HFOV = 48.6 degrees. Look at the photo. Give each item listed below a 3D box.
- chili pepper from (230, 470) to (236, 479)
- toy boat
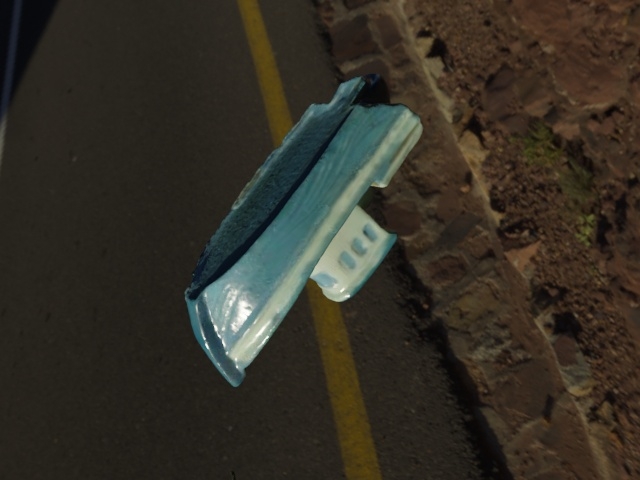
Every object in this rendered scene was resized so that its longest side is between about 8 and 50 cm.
[{"bbox_3d":[-0.153,0.529,1.293,0.073,0.072,0.204,-31,68,49],"label":"chili pepper"},{"bbox_3d":[0.000,0.000,0.462,0.215,0.102,0.088,-54,24,-10],"label":"toy boat"}]
